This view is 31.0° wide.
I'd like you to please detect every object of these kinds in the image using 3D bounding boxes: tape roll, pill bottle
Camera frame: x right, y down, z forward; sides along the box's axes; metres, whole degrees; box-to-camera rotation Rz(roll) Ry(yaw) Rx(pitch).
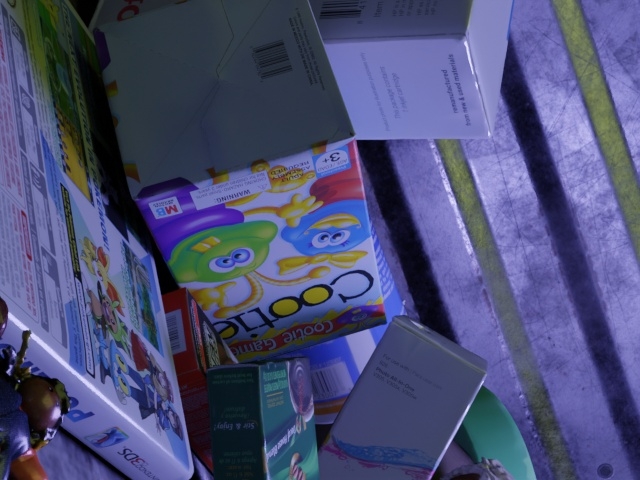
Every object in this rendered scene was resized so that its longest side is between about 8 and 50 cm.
[{"bbox_3d":[0.189,0.354,1.570,0.321,0.077,0.321,174,-90,-70],"label":"tape roll"},{"bbox_3d":[-0.009,0.033,1.157,0.152,0.152,0.272,-91,161,-71],"label":"pill bottle"}]

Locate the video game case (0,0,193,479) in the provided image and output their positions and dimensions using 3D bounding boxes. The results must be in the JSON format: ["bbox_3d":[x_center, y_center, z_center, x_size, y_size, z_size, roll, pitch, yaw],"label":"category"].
[{"bbox_3d":[-0.164,-0.058,0.638,0.300,0.036,0.329,61,10,-57],"label":"video game case"}]

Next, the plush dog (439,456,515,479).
[{"bbox_3d":[0.140,0.358,1.142,0.210,0.225,0.262,49,4,11],"label":"plush dog"}]

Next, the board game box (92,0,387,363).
[{"bbox_3d":[-0.048,-0.035,0.833,0.275,0.142,0.144,75,-3,-60],"label":"board game box"}]

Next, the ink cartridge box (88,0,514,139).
[{"bbox_3d":[-0.005,-0.203,0.950,0.129,0.308,0.223,64,33,-52],"label":"ink cartridge box"}]

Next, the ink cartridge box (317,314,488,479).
[{"bbox_3d":[0.051,0.173,0.954,0.093,0.212,0.154,28,1,8],"label":"ink cartridge box"}]

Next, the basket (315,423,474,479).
[{"bbox_3d":[0.089,0.266,1.337,0.227,0.154,0.204,57,21,-49],"label":"basket"}]

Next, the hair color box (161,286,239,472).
[{"bbox_3d":[-0.082,0.103,0.808,0.141,0.043,0.072,64,9,-50],"label":"hair color box"}]

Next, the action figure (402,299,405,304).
[{"bbox_3d":[0.029,0.066,1.464,0.164,0.141,0.275,61,3,24],"label":"action figure"}]

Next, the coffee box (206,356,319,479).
[{"bbox_3d":[-0.032,0.172,0.771,0.113,0.040,0.184,12,73,-72],"label":"coffee box"}]

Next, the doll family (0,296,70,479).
[{"bbox_3d":[-0.120,0.080,0.394,0.111,0.076,0.193,-14,90,-64],"label":"doll family"}]
